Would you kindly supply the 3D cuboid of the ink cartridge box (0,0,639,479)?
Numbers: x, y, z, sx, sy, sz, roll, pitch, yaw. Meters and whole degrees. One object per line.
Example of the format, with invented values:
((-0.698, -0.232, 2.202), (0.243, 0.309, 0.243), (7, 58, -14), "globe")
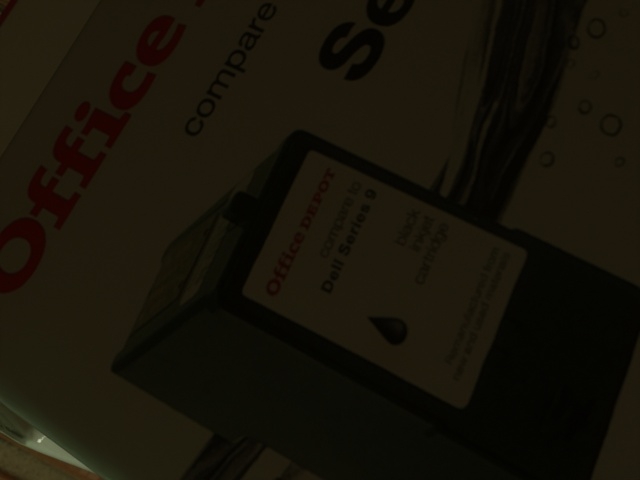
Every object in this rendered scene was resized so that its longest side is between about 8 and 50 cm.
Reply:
((0.070, 0.010, 0.378), (0.289, 0.211, 0.121), (27, 172, 36), "ink cartridge box")

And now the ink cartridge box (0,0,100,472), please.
((0.000, 0.000, 0.654), (0.131, 0.226, 0.306), (30, 177, 38), "ink cartridge box")
